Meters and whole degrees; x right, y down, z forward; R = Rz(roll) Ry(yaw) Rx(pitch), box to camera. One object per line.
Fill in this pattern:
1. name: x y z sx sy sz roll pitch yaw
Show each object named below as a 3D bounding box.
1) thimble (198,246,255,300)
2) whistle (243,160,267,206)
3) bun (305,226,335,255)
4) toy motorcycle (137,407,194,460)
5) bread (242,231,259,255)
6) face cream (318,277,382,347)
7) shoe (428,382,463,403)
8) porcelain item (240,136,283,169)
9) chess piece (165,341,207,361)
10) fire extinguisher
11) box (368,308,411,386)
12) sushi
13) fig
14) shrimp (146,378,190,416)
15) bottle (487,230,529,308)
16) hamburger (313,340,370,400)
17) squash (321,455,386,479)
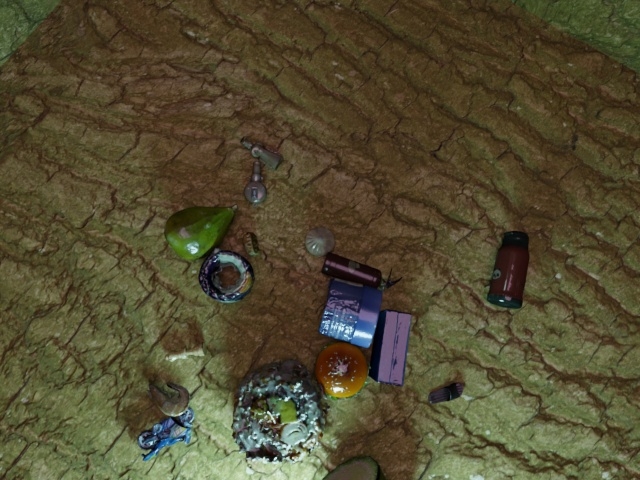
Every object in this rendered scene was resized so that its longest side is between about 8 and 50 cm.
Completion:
1. thimble: -0.404 0.149 1.865 0.237 0.150 0.237 0 78 1
2. whistle: -0.299 -0.263 1.998 0.107 0.057 0.220 2 76 0
3. bun: 0.000 0.000 1.930 0.138 0.094 0.138 1 78 -4
4. toy motorcycle: -0.619 0.795 1.757 0.254 0.092 0.135 -29 81 -8
5. bread: -0.315 0.014 1.939 0.066 0.060 0.110 -10 79 -18
6. face cream: 0.122 0.297 1.793 0.225 0.249 0.249 14 78 5
7. shoe: 0.536 0.652 1.825 0.159 0.053 0.062 -18 76 -2
8. porcelain item: -0.282 -0.416 2.030 0.213 0.054 0.084 32 77 5
9. chess piece: -0.578 0.483 1.842 0.172 0.060 0.060 -13 79 -1
10. fire extinguisher: 0.184 0.137 1.890 0.344 0.102 0.138 19 106 4
11. box: 0.281 0.431 1.758 0.116 0.261 0.279 8 79 2
12. sushi: -0.160 0.683 1.720 0.417 0.176 0.418 -1 86 12
13. fig: -0.506 -0.036 1.866 0.314 0.233 0.233 -7 78 -7
14. shrimp: -0.635 0.639 1.797 0.223 0.047 0.126 33 47 23
15. bottle: 0.835 0.121 1.890 0.144 0.144 0.336 16 79 2
16. hamburger: 0.089 0.537 1.781 0.246 0.170 0.246 0 76 0
17. squash: 0.164 1.057 1.643 0.310 0.310 0.309 -29 94 -6
